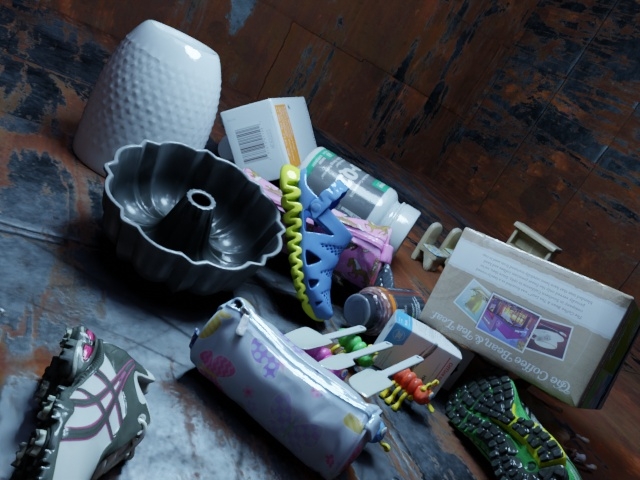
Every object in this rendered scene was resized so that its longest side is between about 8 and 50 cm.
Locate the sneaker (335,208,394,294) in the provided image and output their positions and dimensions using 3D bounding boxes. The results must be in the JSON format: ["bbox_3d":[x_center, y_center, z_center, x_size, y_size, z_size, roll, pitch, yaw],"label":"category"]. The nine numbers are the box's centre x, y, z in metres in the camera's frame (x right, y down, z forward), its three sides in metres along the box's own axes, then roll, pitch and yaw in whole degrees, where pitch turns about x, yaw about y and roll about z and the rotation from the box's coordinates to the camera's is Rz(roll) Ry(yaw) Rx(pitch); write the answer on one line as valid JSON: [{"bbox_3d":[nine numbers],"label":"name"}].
[{"bbox_3d":[0.108,0.055,1.361,0.131,0.112,0.319,54,7,-49],"label":"sneaker"}]

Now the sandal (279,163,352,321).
[{"bbox_3d":[0.000,0.000,1.053,0.138,0.317,0.126,-6,-1,-2],"label":"sandal"}]

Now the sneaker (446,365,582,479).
[{"bbox_3d":[0.330,0.350,0.929,0.146,0.134,0.343,50,8,-20],"label":"sneaker"}]

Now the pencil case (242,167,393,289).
[{"bbox_3d":[-0.026,-0.024,1.196,0.386,0.160,0.167,23,21,4],"label":"pencil case"}]

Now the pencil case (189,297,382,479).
[{"bbox_3d":[-0.048,0.195,0.729,0.273,0.124,0.113,37,20,18],"label":"pencil case"}]

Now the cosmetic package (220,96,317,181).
[{"bbox_3d":[-0.143,-0.329,1.716,0.161,0.230,0.453,-12,14,13],"label":"cosmetic package"}]

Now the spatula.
[{"bbox_3d":[0.063,0.179,0.865,0.168,0.019,0.242,24,13,30],"label":"spatula"}]

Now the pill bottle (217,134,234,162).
[{"bbox_3d":[-0.269,-0.303,1.725,0.094,0.094,0.169,30,19,1],"label":"pill bottle"}]

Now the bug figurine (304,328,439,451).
[{"bbox_3d":[0.075,0.233,0.890,0.216,0.072,0.279,38,21,25],"label":"bug figurine"}]

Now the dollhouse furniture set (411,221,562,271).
[{"bbox_3d":[0.584,0.071,1.760,0.394,0.256,0.362,9,27,-46],"label":"dollhouse furniture set"}]

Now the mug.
[{"bbox_3d":[-0.391,-0.336,1.271,0.276,0.328,0.374,20,21,-27],"label":"mug"}]

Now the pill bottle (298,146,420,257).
[{"bbox_3d":[0.097,-0.103,1.577,0.361,0.204,0.204,32,19,8],"label":"pill bottle"}]

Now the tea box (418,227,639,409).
[{"bbox_3d":[0.439,0.165,1.097,0.329,0.220,0.323,28,3,36],"label":"tea box"}]

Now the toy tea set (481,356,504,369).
[{"bbox_3d":[0.498,0.252,1.373,0.336,0.124,0.200,25,19,-13],"label":"toy tea set"}]

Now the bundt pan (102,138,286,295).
[{"bbox_3d":[-0.237,-0.030,0.960,0.331,0.124,0.331,25,33,-18],"label":"bundt pan"}]

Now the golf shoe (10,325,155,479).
[{"bbox_3d":[-0.225,0.189,0.525,0.120,0.105,0.273,29,18,-24],"label":"golf shoe"}]

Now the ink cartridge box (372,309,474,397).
[{"bbox_3d":[0.199,0.227,1.034,0.180,0.104,0.060,29,19,0],"label":"ink cartridge box"}]

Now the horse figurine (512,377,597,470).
[{"bbox_3d":[0.469,0.375,1.115,0.174,0.066,0.263,25,20,-29],"label":"horse figurine"}]

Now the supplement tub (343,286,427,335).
[{"bbox_3d":[0.138,0.151,1.140,0.198,0.106,0.106,10,27,-46],"label":"supplement tub"}]
